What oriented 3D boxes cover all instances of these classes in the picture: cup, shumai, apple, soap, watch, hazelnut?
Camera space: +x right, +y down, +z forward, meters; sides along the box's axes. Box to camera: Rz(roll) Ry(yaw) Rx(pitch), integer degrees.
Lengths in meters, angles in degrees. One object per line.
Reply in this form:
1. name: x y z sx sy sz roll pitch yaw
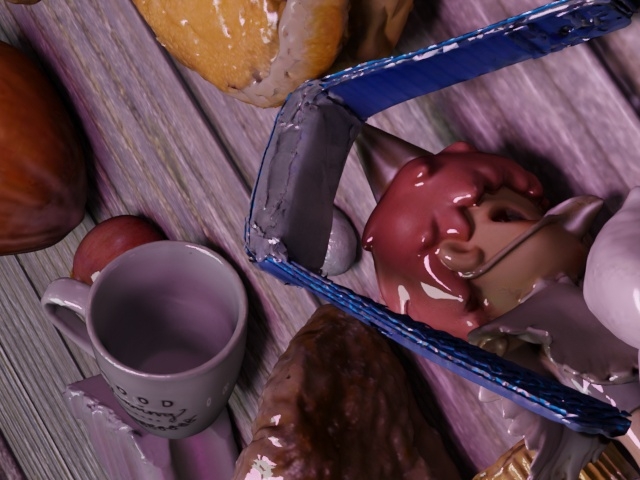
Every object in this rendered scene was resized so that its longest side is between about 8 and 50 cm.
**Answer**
1. cup: -0.219 0.127 1.322 0.258 0.186 0.234 19 146 6
2. shumai: 0.060 0.229 0.994 0.262 0.314 0.267 14 161 8
3. apple: -0.264 0.044 1.430 0.153 0.120 0.153 37 142 37
4. soap: -0.229 0.342 1.568 0.258 0.159 0.302 18 125 48
5. watch: 0.066 -0.005 0.670 0.275 0.276 0.068 -9 150 37
6. hazelnut: -0.503 -0.119 1.524 0.372 0.315 0.372 27 162 10

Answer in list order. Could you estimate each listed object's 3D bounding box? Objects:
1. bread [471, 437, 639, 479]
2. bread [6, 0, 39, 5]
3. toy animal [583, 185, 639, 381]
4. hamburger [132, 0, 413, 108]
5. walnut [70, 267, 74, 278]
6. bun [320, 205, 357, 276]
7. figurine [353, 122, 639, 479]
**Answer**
1. bread: 0.178 0.221 0.847 0.114 0.132 0.190 53 156 16
2. bread: -0.354 -0.392 1.230 0.230 0.123 0.230 45 151 35
3. toy animal: 0.292 0.049 0.487 0.265 0.206 0.271 -4 121 49
4. hamburger: -0.048 -0.254 0.808 0.319 0.158 0.318 40 144 38
5. walnut: -0.341 0.076 1.648 0.121 0.052 0.091 29 137 49
6. bun: 0.000 0.000 1.047 0.083 0.045 0.083 33 134 43
7. figurine: 0.137 0.026 0.752 0.166 0.207 0.387 -51 53 22
